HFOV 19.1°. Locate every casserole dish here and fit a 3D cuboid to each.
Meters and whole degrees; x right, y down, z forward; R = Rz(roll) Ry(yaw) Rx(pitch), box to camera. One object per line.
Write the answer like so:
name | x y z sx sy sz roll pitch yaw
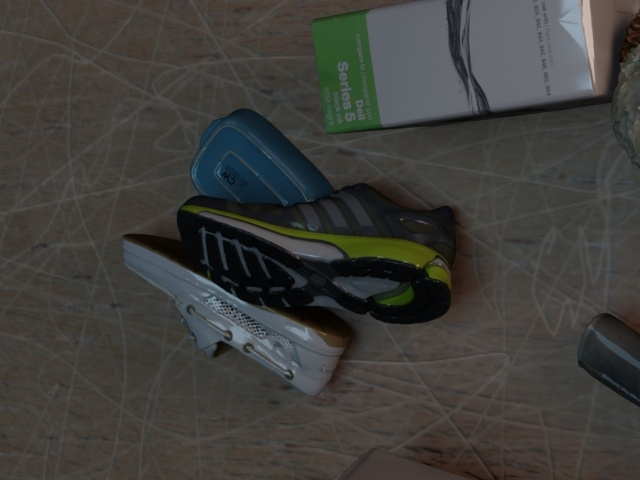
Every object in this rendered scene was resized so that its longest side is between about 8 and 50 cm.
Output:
casserole dish | -0.067 -0.055 2.001 0.188 0.037 0.114 45 113 19

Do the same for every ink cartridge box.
ink cartridge box | 0.160 -0.172 1.772 0.273 0.198 0.115 -6 92 30

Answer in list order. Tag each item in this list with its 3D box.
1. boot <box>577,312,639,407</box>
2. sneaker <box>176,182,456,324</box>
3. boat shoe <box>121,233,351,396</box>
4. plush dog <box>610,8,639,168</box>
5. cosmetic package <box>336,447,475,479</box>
boot | 0.332 0.134 1.735 0.076 0.189 0.208 -39 71 -17
sneaker | 0.000 0.000 1.913 0.300 0.121 0.111 12 136 15
boat shoe | -0.104 0.079 1.998 0.277 0.098 0.096 27 106 23
plush dog | 0.360 -0.116 1.616 0.225 0.210 0.262 -10 68 16
cosmetic package | 0.150 0.430 1.718 0.394 0.327 0.329 16 103 13
